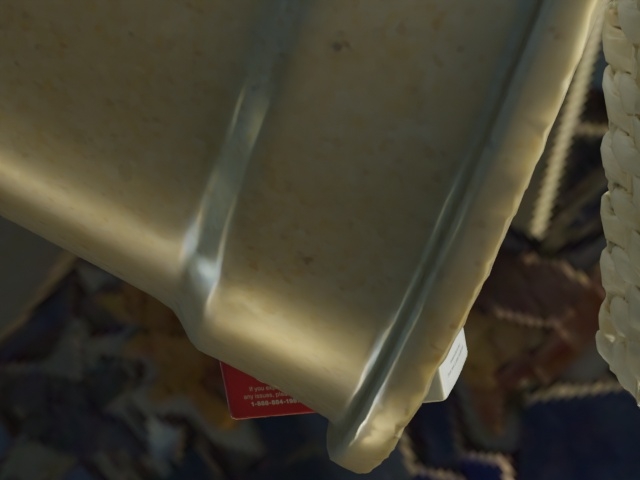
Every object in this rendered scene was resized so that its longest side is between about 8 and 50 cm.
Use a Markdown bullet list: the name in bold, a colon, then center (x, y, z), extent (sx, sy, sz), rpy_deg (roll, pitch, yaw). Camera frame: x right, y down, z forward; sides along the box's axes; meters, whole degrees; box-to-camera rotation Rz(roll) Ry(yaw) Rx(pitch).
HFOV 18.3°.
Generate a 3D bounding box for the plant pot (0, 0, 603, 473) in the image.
- **plant pot**: center (-0.073, -0.142, 0.572), extent (0.334, 0.305, 0.334), rpy_deg (-159, 90, -88)

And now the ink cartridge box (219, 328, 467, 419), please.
- **ink cartridge box**: center (0.000, 0.000, 1.090), extent (0.127, 0.175, 0.072), rpy_deg (-7, 17, 16)

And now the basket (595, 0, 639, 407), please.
- **basket**: center (0.282, -0.039, 0.840), extent (0.266, 0.328, 0.331), rpy_deg (-3, 17, -6)
